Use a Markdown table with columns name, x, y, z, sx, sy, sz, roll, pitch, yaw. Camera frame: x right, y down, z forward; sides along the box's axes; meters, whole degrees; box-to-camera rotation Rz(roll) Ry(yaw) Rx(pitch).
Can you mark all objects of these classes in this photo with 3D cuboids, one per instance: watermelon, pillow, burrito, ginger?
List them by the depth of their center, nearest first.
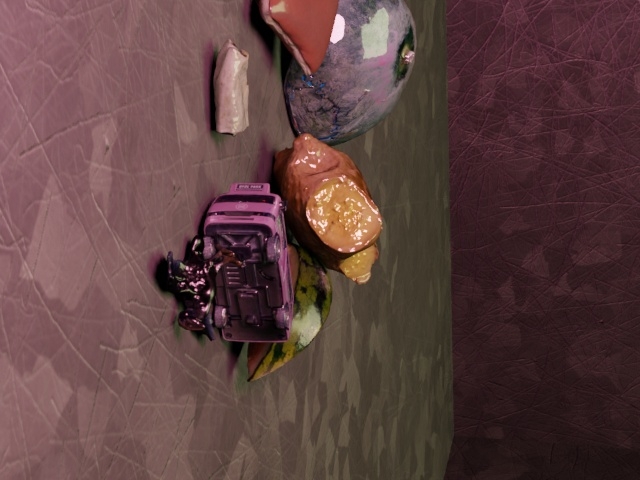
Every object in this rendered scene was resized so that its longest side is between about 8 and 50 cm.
| name | x | y | z | sx | sy | sz | roll | pitch | yaw |
| --- | --- | --- | --- | --- | --- | --- | --- | --- | --- |
| burrito | -0.107 | -0.184 | 1.553 | 0.074 | 0.044 | 0.118 | -61 | 153 | -67 |
| watermelon | -0.047 | 0.086 | 1.736 | 0.063 | 0.119 | 0.245 | 41 | 35 | -29 |
| pillow | -0.034 | -0.336 | 1.753 | 0.179 | 0.075 | 0.171 | 41 | 55 | -59 |
| ginger | 0.008 | -0.035 | 1.836 | 0.219 | 0.123 | 0.270 | 56 | -13 | 11 |
| watermelon | 0.054 | -0.247 | 1.948 | 0.322 | 0.175 | 0.188 | 70 | 24 | -55 |

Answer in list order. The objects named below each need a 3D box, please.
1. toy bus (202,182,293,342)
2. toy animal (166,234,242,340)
| name | x | y | z | sx | sy | sz | roll | pitch | yaw |
| --- | --- | --- | --- | --- | --- | --- | --- | --- | --- |
| toy bus | -0.083 | 0.030 | 1.584 | 0.108 | 0.096 | 0.199 | -79 | 167 | -49 |
| toy animal | -0.138 | 0.050 | 1.462 | 0.108 | 0.062 | 0.220 | -64 | 161 | -16 |
